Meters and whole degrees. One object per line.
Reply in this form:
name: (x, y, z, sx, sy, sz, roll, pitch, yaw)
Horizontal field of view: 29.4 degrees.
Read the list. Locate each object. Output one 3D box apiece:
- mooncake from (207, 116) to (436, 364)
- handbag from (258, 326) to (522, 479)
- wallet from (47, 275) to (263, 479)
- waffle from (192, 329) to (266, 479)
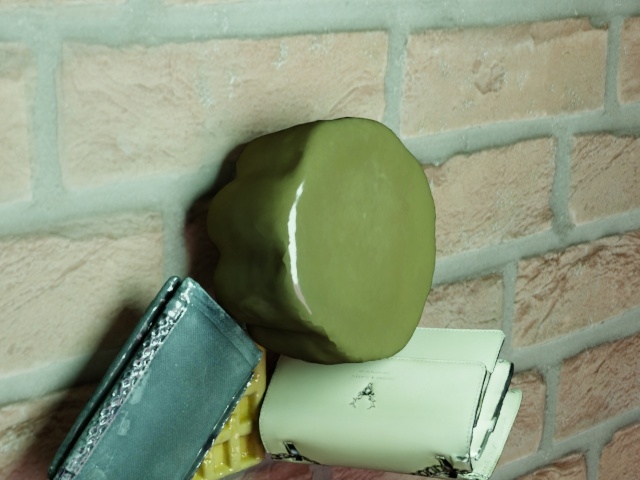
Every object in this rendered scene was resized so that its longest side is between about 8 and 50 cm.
mooncake: (0.000, 0.000, 1.843, 0.378, 0.200, 0.379, 5, 84, -49)
handbag: (0.107, 0.253, 1.905, 0.237, 0.358, 0.160, -62, 142, -41)
wallet: (-0.231, 0.244, 1.731, 0.342, 0.075, 0.237, -59, 138, -18)
waffle: (-0.185, 0.267, 1.867, 0.247, 0.055, 0.221, -15, 112, -41)
